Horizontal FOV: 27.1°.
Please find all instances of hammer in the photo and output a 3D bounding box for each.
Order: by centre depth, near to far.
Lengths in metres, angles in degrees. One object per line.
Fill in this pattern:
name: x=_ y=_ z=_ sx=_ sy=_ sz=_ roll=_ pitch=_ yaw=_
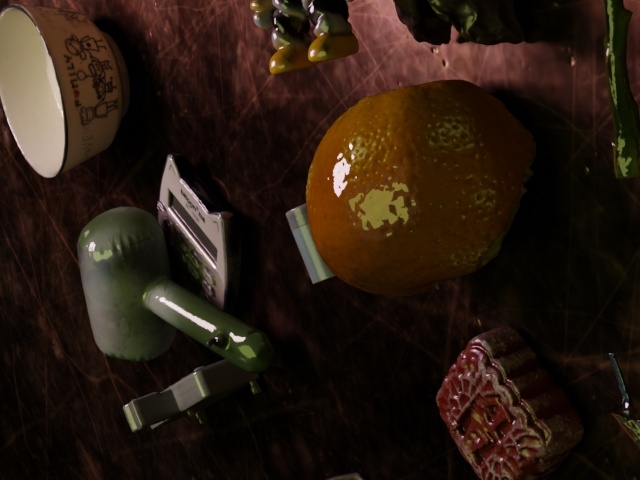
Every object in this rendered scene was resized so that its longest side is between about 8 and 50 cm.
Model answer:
hammer: x=-0.179 y=0.093 z=1.666 sx=0.335 sy=0.119 sz=0.206 roll=25 pitch=134 yaw=43

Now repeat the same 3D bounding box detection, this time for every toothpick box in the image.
toothpick box: x=0.000 y=0.000 z=1.437 sx=0.052 sy=0.052 sz=0.083 roll=-24 pitch=86 yaw=59

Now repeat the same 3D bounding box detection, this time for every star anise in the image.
star anise: x=0.091 y=-0.271 z=1.109 sx=0.223 sy=0.109 sz=0.236 roll=15 pitch=120 yaw=59

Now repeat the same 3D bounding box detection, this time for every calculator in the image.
calculator: x=-0.162 y=0.024 z=1.718 sx=0.177 sy=0.040 sz=0.268 roll=50 pitch=143 yaw=32

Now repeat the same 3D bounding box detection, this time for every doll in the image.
doll: x=-0.026 y=-0.303 z=1.135 sx=0.145 sy=0.103 sz=0.316 roll=168 pitch=94 yaw=-68

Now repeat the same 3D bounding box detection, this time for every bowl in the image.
bowl: x=-0.342 y=-0.212 z=1.798 sx=0.237 sy=0.126 sz=0.238 roll=33 pitch=132 yaw=46

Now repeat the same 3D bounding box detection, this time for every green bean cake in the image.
green bean cake: x=0.172 y=0.165 z=1.246 sx=0.136 sy=0.056 sz=0.135 roll=56 pitch=144 yaw=25

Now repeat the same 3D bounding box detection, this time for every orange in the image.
orange: x=0.071 y=-0.045 z=1.200 sx=0.237 sy=0.158 sz=0.179 roll=-27 pitch=66 yaw=60

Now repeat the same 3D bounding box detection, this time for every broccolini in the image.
broccolini: x=0.234 y=-0.174 z=1.010 sx=0.057 sy=0.071 sz=0.254 roll=-8 pitch=110 yaw=17

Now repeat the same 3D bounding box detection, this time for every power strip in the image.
power strip: x=-0.183 y=0.214 z=1.748 sx=0.215 sy=0.145 sz=0.061 roll=-38 pitch=72 yaw=58

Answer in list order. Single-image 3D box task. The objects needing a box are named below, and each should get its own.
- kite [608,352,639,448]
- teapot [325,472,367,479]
kite: x=0.304 y=0.165 z=1.080 sx=0.183 sy=0.010 sz=0.160 roll=-4 pitch=102 yaw=58
teapot: x=0.043 y=0.303 z=1.521 sx=0.088 sy=0.057 sz=0.066 roll=48 pitch=140 yaw=29
